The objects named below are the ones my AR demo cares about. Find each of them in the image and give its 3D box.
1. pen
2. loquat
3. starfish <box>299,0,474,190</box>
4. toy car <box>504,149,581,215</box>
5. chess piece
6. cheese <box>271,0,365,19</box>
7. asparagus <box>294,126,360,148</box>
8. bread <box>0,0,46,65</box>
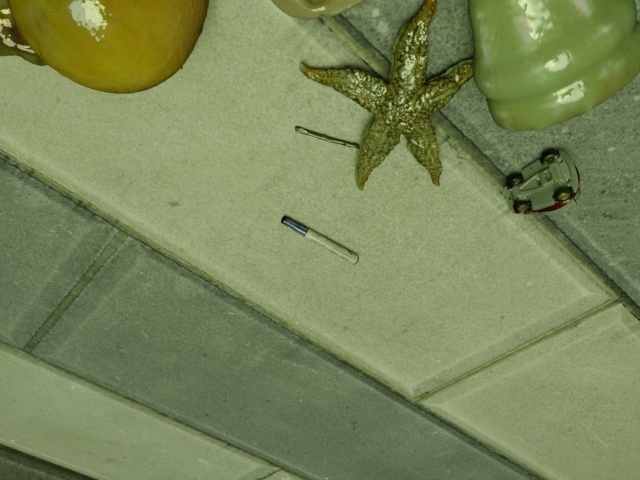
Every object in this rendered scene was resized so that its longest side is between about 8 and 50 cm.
[{"bbox_3d":[0.000,0.000,1.130,0.204,0.025,0.025,29,126,-18],"label":"pen"},{"bbox_3d":[-0.295,-0.348,0.710,0.275,0.274,0.274,2,130,3],"label":"loquat"},{"bbox_3d":[0.163,-0.234,0.884,0.347,0.078,0.358,-32,118,20],"label":"starfish"},{"bbox_3d":[0.447,-0.095,0.974,0.112,0.112,0.139,27,139,-37],"label":"toy car"},{"bbox_3d":[0.255,-0.386,0.664,0.234,0.234,0.442,-27,120,24],"label":"chess piece"},{"bbox_3d":[0.013,-0.433,0.702,0.218,0.117,0.235,25,130,-19],"label":"cheese"},{"bbox_3d":[0.029,-0.196,0.969,0.166,0.013,0.016,15,162,-7],"label":"asparagus"},{"bbox_3d":[-0.481,-0.349,0.836,0.232,0.088,0.128,13,138,-13],"label":"bread"}]
